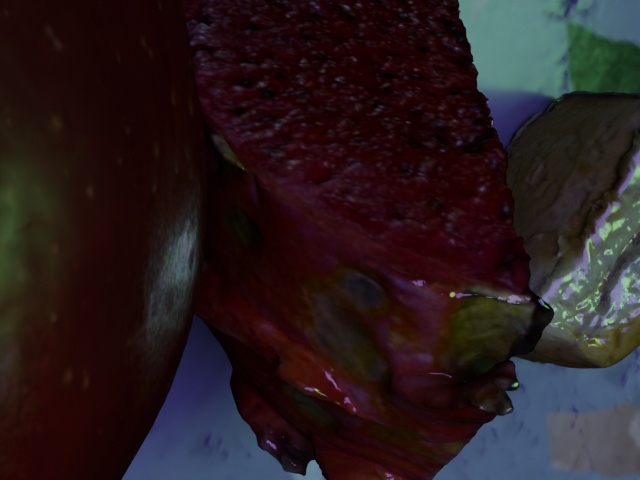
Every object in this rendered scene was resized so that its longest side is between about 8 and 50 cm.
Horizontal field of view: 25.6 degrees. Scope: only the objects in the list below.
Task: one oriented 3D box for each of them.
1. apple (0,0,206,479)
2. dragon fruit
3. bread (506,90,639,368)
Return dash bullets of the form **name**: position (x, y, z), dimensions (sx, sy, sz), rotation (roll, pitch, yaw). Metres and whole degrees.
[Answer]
- **apple**: position (-0.170, -0.027, 0.399), dimensions (0.288, 0.288, 0.316), rotation (2, 84, -25)
- **dragon fruit**: position (-0.011, 0.003, 0.526), dimensions (0.126, 0.274, 0.161), rotation (6, 124, -8)
- **bread**: position (0.120, 0.000, 0.629), dimensions (0.082, 0.106, 0.125), rotation (35, 84, -23)
